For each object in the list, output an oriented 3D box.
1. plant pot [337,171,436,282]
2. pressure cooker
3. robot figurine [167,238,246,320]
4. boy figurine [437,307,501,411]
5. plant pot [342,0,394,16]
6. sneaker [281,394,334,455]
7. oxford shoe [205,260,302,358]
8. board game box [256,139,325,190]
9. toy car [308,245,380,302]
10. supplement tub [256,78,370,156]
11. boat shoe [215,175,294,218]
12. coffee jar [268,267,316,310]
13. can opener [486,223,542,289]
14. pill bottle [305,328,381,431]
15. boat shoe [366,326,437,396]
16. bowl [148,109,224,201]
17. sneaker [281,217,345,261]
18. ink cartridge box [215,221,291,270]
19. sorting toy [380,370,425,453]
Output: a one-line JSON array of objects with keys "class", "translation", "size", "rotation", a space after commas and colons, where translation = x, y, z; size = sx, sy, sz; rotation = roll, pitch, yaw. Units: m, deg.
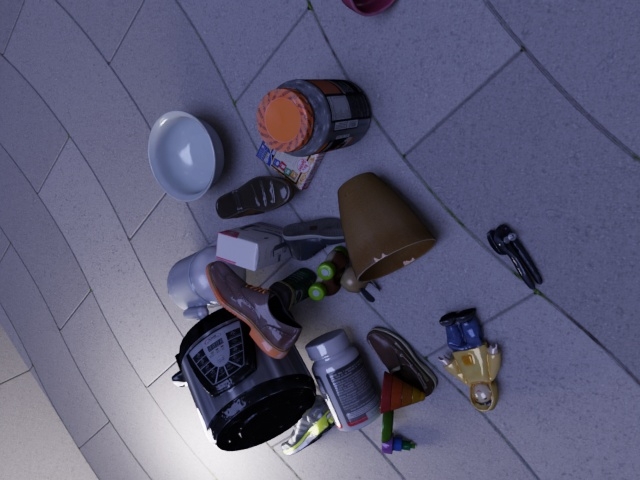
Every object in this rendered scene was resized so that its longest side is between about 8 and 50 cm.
[{"class": "plant pot", "translation": [0.154, -0.051, 1.450], "size": [0.237, 0.237, 0.254], "rotation": [-37, 69, 34]}, {"class": "pressure cooker", "translation": [-0.255, 0.405, 1.698], "size": [0.420, 0.370, 0.375], "rotation": [57, 130, 35]}, {"class": "robot figurine", "translation": [-0.389, 0.134, 1.810], "size": [0.353, 0.199, 0.300], "rotation": [-21, 52, 45]}, {"class": "boy figurine", "translation": [0.415, 0.336, 1.467], "size": [0.177, 0.092, 0.285], "rotation": [-16, 93, 31]}, {"class": "plant pot", "translation": [0.092, -0.688, 1.309], "size": [0.180, 0.201, 0.201], "rotation": [45, 124, 31]}, {"class": "sneaker", "translation": [-0.048, 0.643, 1.846], "size": [0.300, 0.111, 0.121], "rotation": [-48, 65, 28]}, {"class": "oxford shoe", "translation": [-0.194, 0.173, 1.568], "size": [0.363, 0.130, 0.133], "rotation": [44, 112, 13]}, {"class": "board game box", "translation": [-0.092, -0.269, 1.623], "size": [0.193, 0.045, 0.147], "rotation": [39, 121, 16]}, {"class": "toy car", "translation": [0.085, 0.126, 1.580], "size": [0.188, 0.155, 0.149], "rotation": [26, 117, 9]}, {"class": "supplement tub", "translation": [-0.015, -0.326, 1.395], "size": [0.193, 0.316, 0.194], "rotation": [10, 109, 30]}, {"class": "boat shoe", "translation": [-0.196, -0.141, 1.694], "size": [0.307, 0.104, 0.111], "rotation": [-8, 91, 35]}, {"class": "coffee jar", "translation": [-0.092, 0.158, 1.665], "size": [0.079, 0.184, 0.096], "rotation": [23, 115, 24]}, {"class": "can opener", "translation": [0.504, 0.040, 1.351], "size": [0.059, 0.073, 0.186], "rotation": [-38, 85, -5]}, {"class": "pill bottle", "translation": [0.071, 0.434, 1.662], "size": [0.161, 0.161, 0.283], "rotation": [-23, 92, 34]}, {"class": "boat shoe", "translation": [0.234, 0.364, 1.580], "size": [0.257, 0.095, 0.095], "rotation": [39, 121, 16]}, {"class": "bowl", "translation": [-0.423, -0.286, 1.768], "size": [0.298, 0.134, 0.298], "rotation": [9, 108, 30]}, {"class": "sneaker", "translation": [0.000, 0.000, 1.639], "size": [0.222, 0.083, 0.118], "rotation": [-1, 137, 15]}, {"class": "ink cartridge box", "translation": [-0.198, 0.014, 1.668], "size": [0.158, 0.218, 0.092], "rotation": [15, 106, 27]}, {"class": "sorting toy", "translation": [0.247, 0.534, 1.586], "size": [0.126, 0.127, 0.366], "rotation": [3, 130, 12]}]
